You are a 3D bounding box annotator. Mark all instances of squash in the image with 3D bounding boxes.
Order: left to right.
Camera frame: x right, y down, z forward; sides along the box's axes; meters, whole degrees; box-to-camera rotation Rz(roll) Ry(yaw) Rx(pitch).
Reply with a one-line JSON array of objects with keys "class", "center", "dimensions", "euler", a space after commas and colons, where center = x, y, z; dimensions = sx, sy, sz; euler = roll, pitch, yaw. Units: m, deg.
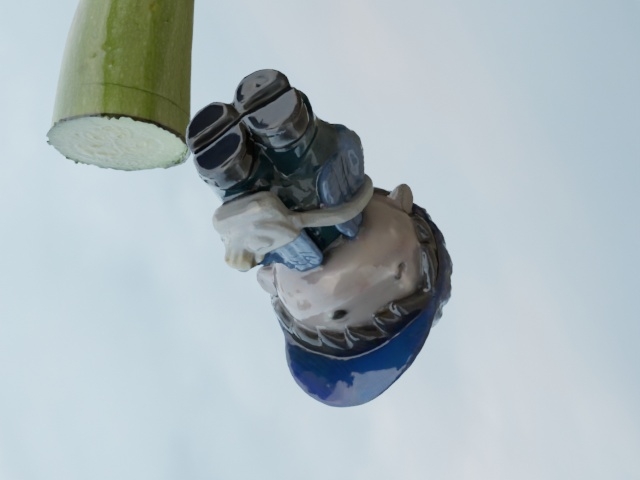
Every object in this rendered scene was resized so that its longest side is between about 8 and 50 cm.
[{"class": "squash", "center": [-0.111, -0.160, 1.305], "dimensions": [0.094, 0.094, 0.224], "euler": [38, -122, -56]}]

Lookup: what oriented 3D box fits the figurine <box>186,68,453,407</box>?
[{"class": "figurine", "center": [-0.004, -0.005, 0.722], "dimensions": [0.136, 0.077, 0.079], "euler": [53, 180, -33]}]
